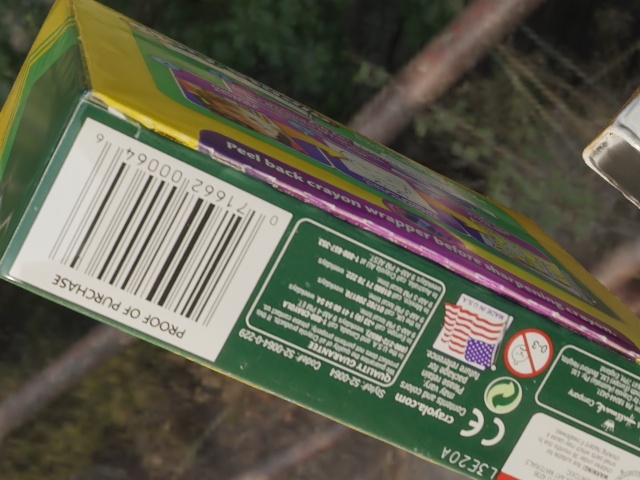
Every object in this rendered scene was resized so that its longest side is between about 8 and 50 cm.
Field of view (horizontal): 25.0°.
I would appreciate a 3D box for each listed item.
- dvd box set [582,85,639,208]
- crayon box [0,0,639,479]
[{"bbox_3d":[0.352,-0.098,0.578,0.420,0.307,0.062,-50,-1,-8],"label":"dvd box set"},{"bbox_3d":[0.000,0.000,0.828,0.106,0.363,0.313,-61,19,10],"label":"crayon box"}]
